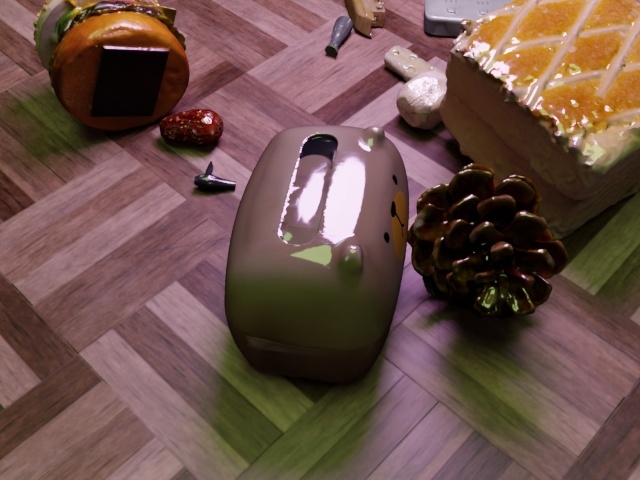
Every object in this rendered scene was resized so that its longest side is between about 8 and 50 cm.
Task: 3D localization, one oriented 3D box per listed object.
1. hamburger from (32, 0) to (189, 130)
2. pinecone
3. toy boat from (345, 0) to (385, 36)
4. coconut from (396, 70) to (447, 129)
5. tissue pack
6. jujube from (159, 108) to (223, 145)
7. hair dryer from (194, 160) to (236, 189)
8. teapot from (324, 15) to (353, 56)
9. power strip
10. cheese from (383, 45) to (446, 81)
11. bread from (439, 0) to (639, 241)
[{"bbox_3d":[-0.414,-0.374,1.451,0.291,0.291,0.225,-18,56,-14],"label":"hamburger"},{"bbox_3d":[0.260,0.005,1.135,0.244,0.244,0.309,-8,13,-6],"label":"pinecone"},{"bbox_3d":[0.107,-0.558,1.736,0.077,0.057,0.200,-5,50,-10],"label":"toy boat"},{"bbox_3d":[0.221,-0.286,1.481,0.124,0.110,0.110,-35,58,-18],"label":"coconut"},{"bbox_3d":[0.000,0.000,1.142,0.267,0.277,0.387,7,50,9],"label":"tissue pack"},{"bbox_3d":[-0.256,-0.223,1.458,0.129,0.077,0.077,-1,50,14],"label":"jujube"},{"bbox_3d":[-0.200,-0.127,1.408,0.079,0.031,0.083,6,42,-8],"label":"hair dryer"},{"bbox_3d":[0.040,-0.461,1.668,0.042,0.043,0.111,14,55,12],"label":"teapot"},{"bbox_3d":[0.369,-0.499,1.682,0.265,0.059,0.194,5,51,4],"label":"power strip"},{"bbox_3d":[0.218,-0.357,1.578,0.065,0.043,0.194,-34,59,-26],"label":"cheese"},{"bbox_3d":[0.453,-0.255,1.334,0.390,0.279,0.371,-31,62,-23],"label":"bread"}]
